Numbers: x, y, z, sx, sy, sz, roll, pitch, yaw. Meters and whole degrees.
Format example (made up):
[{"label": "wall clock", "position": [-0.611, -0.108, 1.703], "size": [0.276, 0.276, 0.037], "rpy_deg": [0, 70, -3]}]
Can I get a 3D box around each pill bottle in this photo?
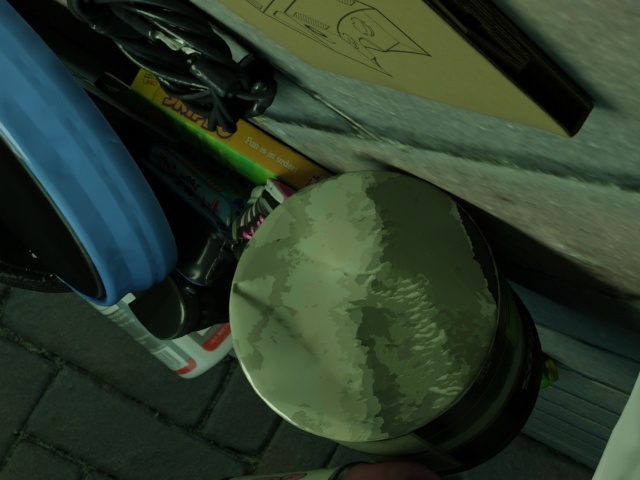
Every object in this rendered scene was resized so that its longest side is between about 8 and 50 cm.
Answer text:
[{"label": "pill bottle", "position": [-0.216, 0.021, 1.577], "size": [0.283, 0.161, 0.161], "rpy_deg": [42, 171, -17]}]

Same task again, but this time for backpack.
[{"label": "backpack", "position": [-0.100, -0.031, 1.352], "size": [0.158, 0.117, 0.173], "rpy_deg": [41, -153, 26]}]

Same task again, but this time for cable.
[{"label": "cable", "position": [-0.109, -0.127, 0.897], "size": [0.151, 0.047, 0.184], "rpy_deg": [31, 175, -16]}]

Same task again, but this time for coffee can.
[{"label": "coffee can", "position": [0.064, 0.079, 1.066], "size": [0.202, 0.201, 0.275], "rpy_deg": [28, 174, 21]}]

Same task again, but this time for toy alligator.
[{"label": "toy alligator", "position": [0.256, 0.159, 1.649], "size": [0.189, 0.056, 0.051], "rpy_deg": [94, 158, -86]}]

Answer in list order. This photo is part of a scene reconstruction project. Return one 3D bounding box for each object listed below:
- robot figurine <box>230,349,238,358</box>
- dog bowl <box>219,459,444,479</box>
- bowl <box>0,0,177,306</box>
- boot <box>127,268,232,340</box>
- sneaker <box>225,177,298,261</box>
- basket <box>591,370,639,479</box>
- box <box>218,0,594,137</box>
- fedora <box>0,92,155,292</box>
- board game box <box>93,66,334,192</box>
[{"label": "robot figurine", "position": [-0.001, 0.121, 1.813], "size": [0.300, 0.199, 0.353], "rpy_deg": [-5, 164, 16]}, {"label": "dog bowl", "position": [0.061, 0.344, 0.969], "size": [0.408, 0.150, 0.408], "rpy_deg": [57, -162, -30]}, {"label": "bowl", "position": [-0.289, -0.098, 1.224], "size": [0.391, 0.077, 0.391], "rpy_deg": [44, 162, 18]}, {"label": "boot", "position": [-0.139, 0.010, 1.485], "size": [0.229, 0.091, 0.263], "rpy_deg": [-4, -121, -53]}, {"label": "sneaker", "position": [-0.043, -0.008, 1.158], "size": [0.063, 0.074, 0.170], "rpy_deg": [30, 173, -12]}, {"label": "basket", "position": [0.316, 0.265, 0.882], "size": [0.266, 0.331, 0.328], "rpy_deg": [20, 171, 29]}, {"label": "box", "position": [0.005, -0.110, 0.593], "size": [0.164, 0.021, 0.201], "rpy_deg": [34, 173, -39]}, {"label": "fedora", "position": [-0.353, -0.092, 1.685], "size": [0.334, 0.334, 0.152], "rpy_deg": [32, -156, -24]}, {"label": "board game box", "position": [-0.081, -0.088, 1.185], "size": [0.259, 0.039, 0.124], "rpy_deg": [28, 174, -14]}]
